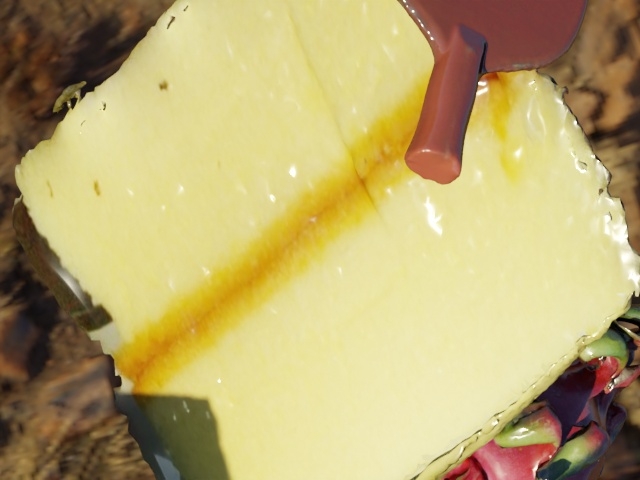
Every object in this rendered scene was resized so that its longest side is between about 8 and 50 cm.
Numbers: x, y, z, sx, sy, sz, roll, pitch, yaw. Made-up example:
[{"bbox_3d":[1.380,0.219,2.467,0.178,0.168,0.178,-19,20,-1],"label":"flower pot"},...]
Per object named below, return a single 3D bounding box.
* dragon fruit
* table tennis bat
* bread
[{"bbox_3d":[0.165,0.155,1.586,0.198,0.218,0.273,25,71,6],"label":"dragon fruit"},{"bbox_3d":[0.061,-0.092,0.734,0.098,0.019,0.155,26,61,-17],"label":"table tennis bat"},{"bbox_3d":[0.000,0.000,1.049,0.242,0.405,0.346,-32,86,-19],"label":"bread"}]
